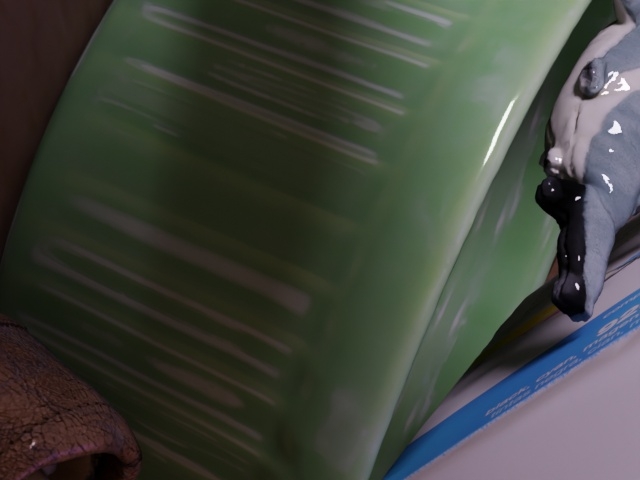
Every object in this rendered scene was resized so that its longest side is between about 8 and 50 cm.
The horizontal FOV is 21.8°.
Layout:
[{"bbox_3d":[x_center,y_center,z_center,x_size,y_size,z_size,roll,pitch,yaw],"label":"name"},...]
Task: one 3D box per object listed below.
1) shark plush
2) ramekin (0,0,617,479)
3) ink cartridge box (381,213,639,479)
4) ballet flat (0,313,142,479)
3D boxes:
[{"bbox_3d":[0.110,-0.038,0.536,0.161,0.067,0.073,-49,159,-53],"label":"shark plush"},{"bbox_3d":[0.000,0.000,0.653,0.303,0.148,0.303,-60,166,-27],"label":"ramekin"},{"bbox_3d":[0.157,0.073,0.566,0.168,0.171,0.233,-37,-179,25],"label":"ink cartridge box"},{"bbox_3d":[-0.146,0.160,0.439,0.316,0.106,0.107,-62,167,-17],"label":"ballet flat"}]
